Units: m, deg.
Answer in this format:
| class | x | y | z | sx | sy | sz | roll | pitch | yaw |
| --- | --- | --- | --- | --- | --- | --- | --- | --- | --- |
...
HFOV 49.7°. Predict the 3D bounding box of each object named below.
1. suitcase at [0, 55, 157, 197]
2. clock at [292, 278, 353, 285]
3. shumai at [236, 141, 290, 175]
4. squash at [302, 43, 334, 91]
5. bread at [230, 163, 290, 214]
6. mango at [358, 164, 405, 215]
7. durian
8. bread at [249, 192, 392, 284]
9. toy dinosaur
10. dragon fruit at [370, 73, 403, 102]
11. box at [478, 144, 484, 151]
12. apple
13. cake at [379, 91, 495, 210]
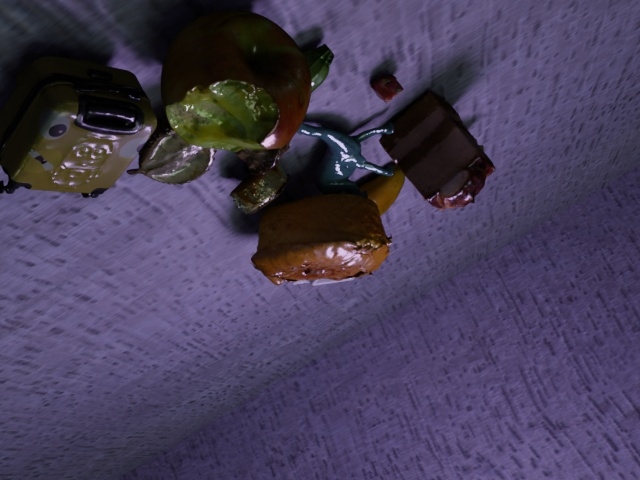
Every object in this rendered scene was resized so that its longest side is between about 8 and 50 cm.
| class | x | y | z | sx | sy | sz | roll | pitch | yaw |
| --- | --- | --- | --- | --- | --- | --- | --- | --- | --- |
| suitcase | -0.392 | -0.179 | 1.083 | 0.235 | 0.143 | 0.193 | -42 | 155 | 31 |
| clock | 0.048 | 0.055 | 2.239 | 0.231 | 0.116 | 0.262 | -11 | 152 | -39 |
| shumai | -0.117 | -0.204 | 1.472 | 0.123 | 0.139 | 0.105 | -52 | 132 | -19 |
| squash | -0.059 | -0.296 | 1.346 | 0.219 | 0.077 | 0.068 | -40 | 117 | 22 |
| bread | -0.142 | -0.120 | 1.575 | 0.127 | 0.069 | 0.140 | -35 | -164 | 28 |
| mango | 0.155 | -0.127 | 1.992 | 0.227 | 0.099 | 0.136 | -42 | 151 | 9 |
| durian | -0.286 | -0.177 | 1.304 | 0.188 | 0.091 | 0.148 | -28 | 147 | 7 |
| bread | -0.003 | 0.001 | 1.814 | 0.336 | 0.204 | 0.358 | 15 | 157 | -42 |
| toy dinosaur | -0.004 | -0.181 | 1.684 | 0.330 | 0.130 | 0.383 | -3 | 150 | -30 |
| dragon fruit | 0.148 | -0.341 | 1.536 | 0.056 | 0.060 | 0.083 | -43 | -177 | 16 |
| box | 0.352 | -0.242 | 1.963 | 0.193 | 0.030 | 0.121 | -18 | -161 | -28 |
| apple | -0.141 | -0.240 | 1.129 | 0.246 | 0.246 | 0.226 | -13 | 162 | -36 |
| cake | 0.317 | -0.201 | 1.743 | 0.196 | 0.293 | 0.198 | -41 | 156 | 16 |
